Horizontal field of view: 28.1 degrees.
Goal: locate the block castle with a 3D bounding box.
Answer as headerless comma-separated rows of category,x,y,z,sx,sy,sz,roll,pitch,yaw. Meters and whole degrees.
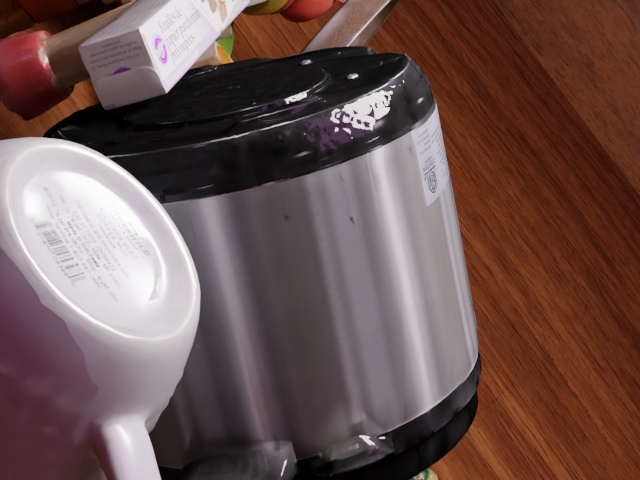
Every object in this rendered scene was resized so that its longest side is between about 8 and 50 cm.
block castle,-0.252,-0.266,1.465,0.303,0.213,0.453,54,22,-50

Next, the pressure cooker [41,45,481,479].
pressure cooker,-0.043,0.063,1.168,0.370,0.376,0.420,-23,111,-28

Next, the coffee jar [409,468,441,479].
coffee jar,0.059,0.259,1.444,0.184,0.096,0.079,47,29,-10

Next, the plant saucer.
plant saucer,0.004,-0.244,1.760,0.050,0.310,0.310,41,27,-1

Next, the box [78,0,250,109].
box,-0.142,-0.212,1.240,0.324,0.067,0.063,-68,140,-64

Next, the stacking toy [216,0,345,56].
stacking toy,-0.110,-0.363,1.739,0.130,0.279,0.309,4,48,-39

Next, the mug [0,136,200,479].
mug,-0.231,0.129,0.893,0.276,0.328,0.374,2,55,-57

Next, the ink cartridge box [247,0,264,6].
ink cartridge box,-0.051,-0.401,1.469,0.168,0.233,0.171,59,16,-58
